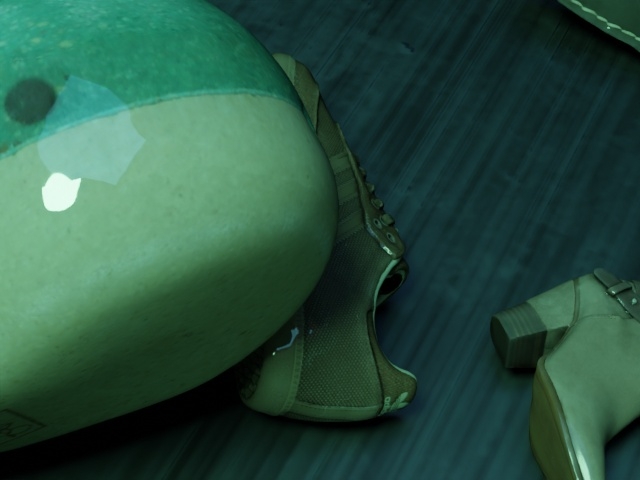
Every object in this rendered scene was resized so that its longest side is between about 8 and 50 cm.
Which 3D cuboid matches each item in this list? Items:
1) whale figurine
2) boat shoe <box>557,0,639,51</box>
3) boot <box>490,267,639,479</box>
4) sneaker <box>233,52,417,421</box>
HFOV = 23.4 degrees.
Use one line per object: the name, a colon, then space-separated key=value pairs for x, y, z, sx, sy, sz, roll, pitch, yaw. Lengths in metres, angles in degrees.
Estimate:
whale figurine: x=-0.132 y=0.002 z=0.545 sx=0.272 sy=0.216 sz=0.141 roll=-25 pitch=72 yaw=5
boat shoe: x=0.255 y=-0.105 z=0.746 sx=0.335 sy=0.112 sz=0.095 roll=16 pitch=43 yaw=6
boot: x=0.124 y=0.058 z=0.628 sx=0.086 sy=0.042 sz=0.118 roll=-6 pitch=48 yaw=-14
sneaker: x=0.000 y=0.000 z=0.669 sx=0.071 sy=0.066 sz=0.188 roll=12 pitch=50 yaw=-17
